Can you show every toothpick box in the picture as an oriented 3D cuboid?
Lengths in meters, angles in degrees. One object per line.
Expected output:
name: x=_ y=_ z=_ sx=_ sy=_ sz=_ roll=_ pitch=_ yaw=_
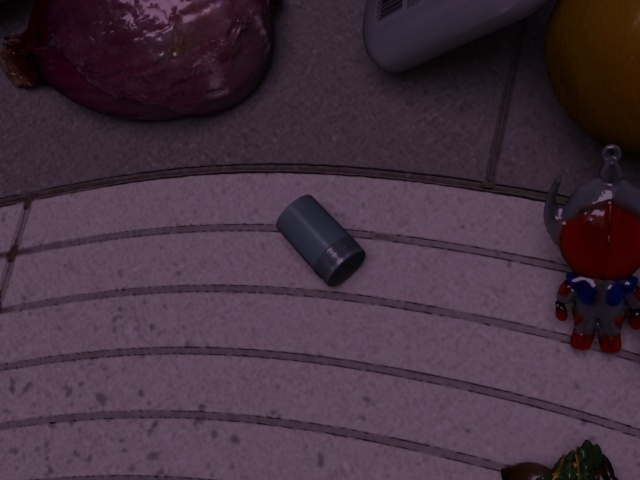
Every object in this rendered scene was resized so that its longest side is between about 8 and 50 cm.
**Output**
toothpick box: x=0.000 y=0.000 z=0.988 sx=0.052 sy=0.052 sz=0.083 roll=-42 pitch=69 yaw=0

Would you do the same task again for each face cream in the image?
face cream: x=0.169 y=-0.265 z=0.897 sx=0.336 sy=0.080 sz=0.163 roll=-15 pitch=52 yaw=55

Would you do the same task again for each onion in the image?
onion: x=-0.221 y=-0.255 z=1.051 sx=0.348 sy=0.159 sz=0.267 roll=-19 pitch=69 yaw=7

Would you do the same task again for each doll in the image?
doll: x=0.209 y=0.228 z=0.867 sx=0.113 sy=0.076 sz=0.078 roll=-24 pitch=80 yaw=7
doll: x=0.257 y=0.008 z=0.885 sx=0.104 sy=0.062 sz=0.195 roll=11 pitch=113 yaw=31

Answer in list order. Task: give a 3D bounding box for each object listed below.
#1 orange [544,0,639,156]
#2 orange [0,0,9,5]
orange: x=0.319 y=-0.179 z=0.874 sx=0.236 sy=0.236 sz=0.236 roll=-3 pitch=75 yaw=12
orange: x=-0.411 y=-0.369 z=1.116 sx=0.240 sy=0.171 sz=0.240 roll=-3 pitch=79 yaw=19
